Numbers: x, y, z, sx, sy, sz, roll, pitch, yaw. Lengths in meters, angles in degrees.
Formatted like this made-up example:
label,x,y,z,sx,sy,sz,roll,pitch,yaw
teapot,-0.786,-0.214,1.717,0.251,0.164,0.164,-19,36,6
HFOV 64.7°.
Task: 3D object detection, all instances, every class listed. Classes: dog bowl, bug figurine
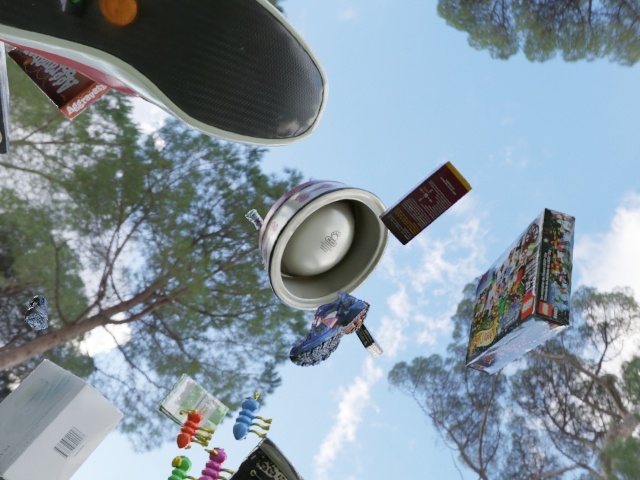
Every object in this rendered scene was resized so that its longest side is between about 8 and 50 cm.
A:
label,x,y,z,sx,sy,sz,roll,pitch,yaw
dog bowl,0.000,0.000,1.495,0.150,0.408,0.407,44,-62,45
bug figurine,-0.232,0.425,1.045,0.279,0.216,0.072,-25,-58,35

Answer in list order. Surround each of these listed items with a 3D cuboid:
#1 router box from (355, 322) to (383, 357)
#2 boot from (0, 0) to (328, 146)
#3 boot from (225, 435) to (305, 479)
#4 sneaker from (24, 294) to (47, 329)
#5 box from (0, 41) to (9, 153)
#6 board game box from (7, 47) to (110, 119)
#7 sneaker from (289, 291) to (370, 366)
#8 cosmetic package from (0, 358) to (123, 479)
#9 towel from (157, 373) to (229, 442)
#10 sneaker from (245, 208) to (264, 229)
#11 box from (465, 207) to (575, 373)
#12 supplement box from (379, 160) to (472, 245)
label,x,y,z,sx,sy,sz,roll,pitch,yaw
router box,0.135,0.287,1.532,0.038,0.092,0.122,-35,-130,1
boot,-0.125,-0.139,0.346,0.176,0.244,0.088,35,-75,60
boot,-0.090,0.496,0.894,0.179,0.085,0.236,-36,-105,-17
sneaker,-0.786,0.190,1.400,0.170,0.051,0.089,125,-47,-57
box,-0.544,-0.294,0.813,0.270,0.060,0.216,52,-42,45
board game box,-0.410,-0.301,0.831,0.145,0.027,0.281,-44,-126,-10
sneaker,0.010,0.191,1.097,0.087,0.221,0.083,34,-40,28
cosmetic package,-0.616,0.416,1.134,0.225,0.224,0.138,5,-44,40
towel,-0.316,0.420,1.270,0.152,0.113,0.023,39,-43,-4
sneaker,-0.198,-0.058,1.570,0.038,0.098,0.069,-36,-72,-2
box,0.278,0.082,0.721,0.044,0.159,0.233,18,-29,3
supplement box,0.223,-0.081,1.101,0.188,0.104,0.081,-41,-89,7
